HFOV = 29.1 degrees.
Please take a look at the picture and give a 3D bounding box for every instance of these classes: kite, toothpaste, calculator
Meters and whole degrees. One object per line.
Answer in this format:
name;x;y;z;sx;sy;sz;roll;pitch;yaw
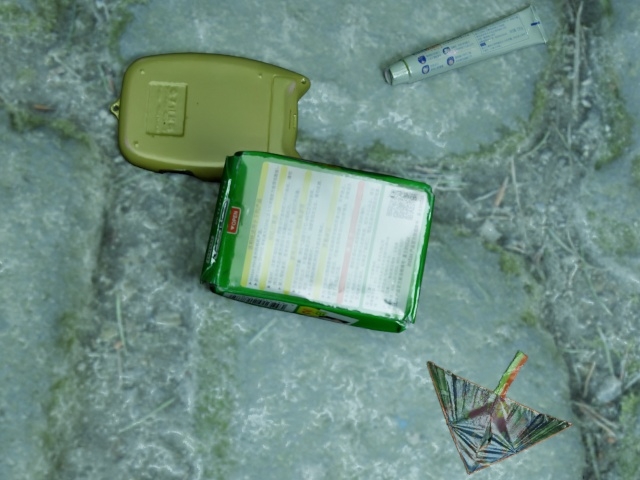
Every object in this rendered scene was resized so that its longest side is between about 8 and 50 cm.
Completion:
kite;0.205;0.201;1.450;0.190;0.010;0.159;23;76;-4
toothpaste;0.181;-0.235;1.522;0.218;0.033;0.052;-21;87;-15
calculator;-0.129;-0.147;1.457;0.236;0.033;0.157;3;80;-6

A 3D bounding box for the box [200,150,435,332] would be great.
box;0.000;0.000;1.398;0.250;0.103;0.180;11;91;-8
